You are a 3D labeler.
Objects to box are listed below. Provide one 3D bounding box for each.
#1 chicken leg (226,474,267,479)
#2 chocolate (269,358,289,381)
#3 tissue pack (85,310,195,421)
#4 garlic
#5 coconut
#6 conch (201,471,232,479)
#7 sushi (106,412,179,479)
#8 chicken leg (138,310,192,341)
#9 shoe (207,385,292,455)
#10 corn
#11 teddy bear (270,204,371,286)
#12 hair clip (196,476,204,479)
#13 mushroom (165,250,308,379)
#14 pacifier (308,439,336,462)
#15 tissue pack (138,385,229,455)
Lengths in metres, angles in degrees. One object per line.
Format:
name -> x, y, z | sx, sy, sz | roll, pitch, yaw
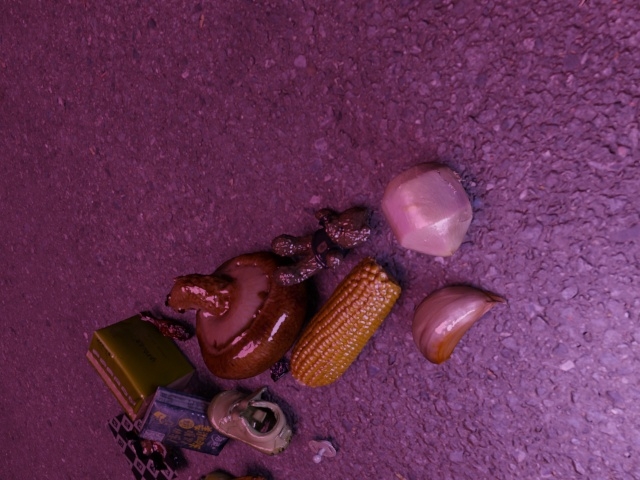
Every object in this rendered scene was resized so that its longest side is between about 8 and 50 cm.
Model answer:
chicken leg -> -0.133, 0.870, 1.432 | 0.295, 0.182, 0.409 | -24, 96, 20
chocolate -> -0.148, 0.317, 1.340 | 0.147, 0.070, 0.072 | 44, 117, 12
tissue pack -> -0.579, 0.396, 1.566 | 0.275, 0.200, 0.167 | 44, 123, 17
garlic -> 0.258, 0.161, 0.995 | 0.128, 0.115, 0.206 | 52, 122, 20
coconut -> 0.213, -0.055, 0.941 | 0.171, 0.171, 0.182 | -39, 77, 35
conch -> -0.329, 0.805, 1.589 | 0.201, 0.079, 0.094 | 5, 124, 24
sushi -> -0.631, 0.744, 1.779 | 0.292, 0.059, 0.293 | -33, 83, 35
chicken leg -> -0.491, 0.274, 1.555 | 0.205, 0.053, 0.093 | 4, 149, 31
shoe -> -0.192, 0.494, 1.380 | 0.262, 0.140, 0.128 | 26, 125, 21
corn -> 0.053, 0.201, 1.132 | 0.144, 0.144, 0.387 | 45, 119, 16
teddy bear -> 0.009, 0.009, 1.114 | 0.252, 0.129, 0.181 | -28, 56, 20
hair clip -> -0.336, 0.873, 1.629 | 0.229, 0.036, 0.065 | 30, 113, 31
mushroom -> -0.206, 0.171, 1.202 | 0.346, 0.260, 0.345 | -25, 49, 32
pacifier -> 0.001, 0.570, 1.306 | 0.083, 0.064, 0.068 | -10, 114, 36
tissue pack -> -0.394, 0.550, 1.469 | 0.257, 0.081, 0.185 | 22, 122, -17
